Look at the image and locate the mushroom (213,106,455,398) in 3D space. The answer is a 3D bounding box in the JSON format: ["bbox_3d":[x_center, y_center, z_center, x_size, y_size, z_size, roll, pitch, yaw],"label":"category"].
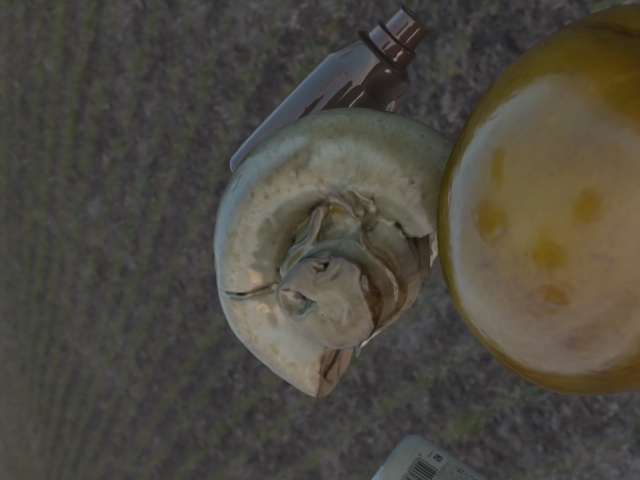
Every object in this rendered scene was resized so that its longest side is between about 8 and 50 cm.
[{"bbox_3d":[0.000,0.000,1.019,0.189,0.195,0.254,34,114,7],"label":"mushroom"}]

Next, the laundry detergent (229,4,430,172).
[{"bbox_3d":[0.030,-0.133,1.251,0.076,0.237,0.171,50,-162,18],"label":"laundry detergent"}]

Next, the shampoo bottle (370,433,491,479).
[{"bbox_3d":[0.160,0.299,1.305,0.221,0.108,0.051,32,142,16],"label":"shampoo bottle"}]

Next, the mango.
[{"bbox_3d":[0.201,-0.009,0.846,0.221,0.264,0.378,42,164,16],"label":"mango"}]
